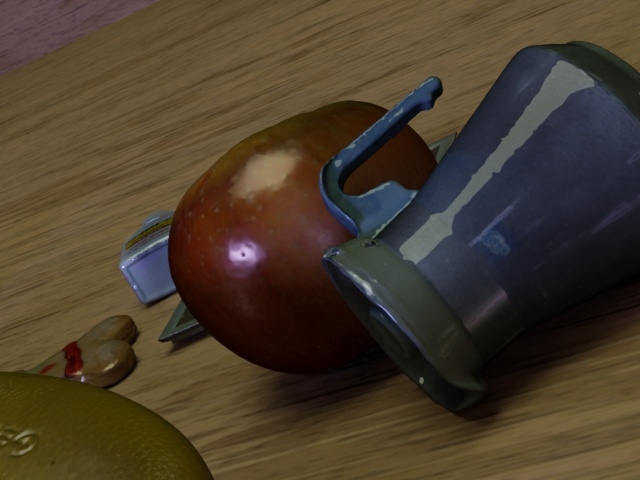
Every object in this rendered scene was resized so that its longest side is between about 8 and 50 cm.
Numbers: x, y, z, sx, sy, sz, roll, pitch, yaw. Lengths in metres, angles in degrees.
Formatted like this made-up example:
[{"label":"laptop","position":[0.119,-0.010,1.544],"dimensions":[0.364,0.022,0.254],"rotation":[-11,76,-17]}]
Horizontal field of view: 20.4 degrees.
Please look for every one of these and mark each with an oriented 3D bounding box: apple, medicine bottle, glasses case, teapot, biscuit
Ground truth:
[{"label":"apple","position":[0.000,0.000,1.314],"dimensions":[0.235,0.173,0.210],"rotation":[-32,-5,-44]},{"label":"medicine bottle","position":[-0.154,0.010,1.757],"dimensions":[0.074,0.055,0.118],"rotation":[-30,16,7]},{"label":"glasses case","position":[-0.190,0.171,1.086],"dimensions":[0.371,0.141,0.173],"rotation":[6,34,43]},{"label":"teapot","position":[0.114,-0.019,1.161],"dimensions":[0.225,0.203,0.171],"rotation":[-40,-22,-10]},{"label":"biscuit","position":[-0.270,0.145,1.613],"dimensions":[0.234,0.030,0.153],"rotation":[-30,15,2]}]

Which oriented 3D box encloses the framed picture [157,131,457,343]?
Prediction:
[{"label":"framed picture","position":[-0.005,-0.001,1.602],"dimensions":[0.273,0.016,0.216],"rotation":[-24,17,21]}]
